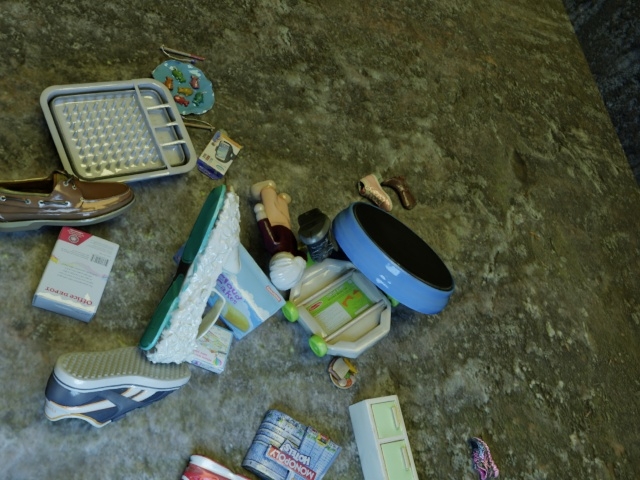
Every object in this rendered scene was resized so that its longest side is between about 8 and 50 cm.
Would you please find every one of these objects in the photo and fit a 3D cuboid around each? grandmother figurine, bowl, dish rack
[{"bbox_3d":[-0.102,-0.006,1.590,0.207,0.104,0.342,33,26,-31],"label":"grandmother figurine"},{"bbox_3d":[0.209,0.037,1.731,0.391,0.077,0.391,33,22,-15],"label":"bowl"},{"bbox_3d":[-0.504,-0.262,1.572,0.332,0.072,0.286,-15,75,-37],"label":"dish rack"}]

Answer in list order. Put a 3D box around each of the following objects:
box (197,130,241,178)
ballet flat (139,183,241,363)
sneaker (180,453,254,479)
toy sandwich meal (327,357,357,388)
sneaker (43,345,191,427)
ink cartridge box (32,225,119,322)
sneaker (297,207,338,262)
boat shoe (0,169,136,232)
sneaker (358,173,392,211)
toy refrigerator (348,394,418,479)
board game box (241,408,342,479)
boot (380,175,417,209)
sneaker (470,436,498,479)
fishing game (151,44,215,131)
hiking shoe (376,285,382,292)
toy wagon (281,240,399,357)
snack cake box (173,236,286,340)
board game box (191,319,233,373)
[{"bbox_3d":[-0.280,-0.231,1.722,0.081,0.028,0.136,34,51,-13],"label":"box"},{"bbox_3d":[-0.255,0.081,1.373,0.147,0.147,0.409,27,85,-18],"label":"ballet flat"},{"bbox_3d":[-0.203,0.557,1.330,0.221,0.087,0.128,28,62,-2],"label":"sneaker"},{"bbox_3d":[0.059,0.341,1.627,0.085,0.029,0.086,14,59,-25],"label":"toy sandwich meal"},{"bbox_3d":[-0.421,0.300,1.302,0.126,0.128,0.321,39,16,36],"label":"sneaker"},{"bbox_3d":[-0.534,0.074,1.373,0.127,0.072,0.175,23,56,-21],"label":"ink cartridge box"},{"bbox_3d":[0.000,0.000,1.583,0.087,0.227,0.130,-27,103,-1],"label":"sneaker"},{"bbox_3d":[-0.561,-0.096,1.372,0.307,0.105,0.111,-13,34,-25],"label":"boat shoe"},{"bbox_3d":[0.162,-0.139,1.935,0.070,0.051,0.134,-20,74,-36],"label":"sneaker"},{"bbox_3d":[0.163,0.528,1.551,0.102,0.094,0.270,1,65,-31],"label":"toy refrigerator"},{"bbox_3d":[-0.071,0.515,1.434,0.194,0.060,0.194,35,51,-11],"label":"board game box"},{"bbox_3d":[0.253,-0.148,2.007,0.106,0.037,0.114,-14,78,-34],"label":"boot"},{"bbox_3d":[0.438,0.600,1.720,0.057,0.047,0.119,-20,76,-26],"label":"sneaker"},{"bbox_3d":[-0.381,-0.435,1.761,0.189,0.041,0.264,8,62,-32],"label":"fishing game"},{"bbox_3d":[0.145,0.115,1.764,0.226,0.086,0.114,-15,78,-36],"label":"hiking shoe"},{"bbox_3d":[0.029,0.140,1.644,0.267,0.068,0.344,-30,62,-24],"label":"toy wagon"},{"bbox_3d":[-0.220,0.093,1.506,0.089,0.152,0.264,-37,87,-39],"label":"snack cake box"},{"bbox_3d":[-0.287,0.234,1.465,0.154,0.026,0.104,26,49,-18],"label":"board game box"}]
